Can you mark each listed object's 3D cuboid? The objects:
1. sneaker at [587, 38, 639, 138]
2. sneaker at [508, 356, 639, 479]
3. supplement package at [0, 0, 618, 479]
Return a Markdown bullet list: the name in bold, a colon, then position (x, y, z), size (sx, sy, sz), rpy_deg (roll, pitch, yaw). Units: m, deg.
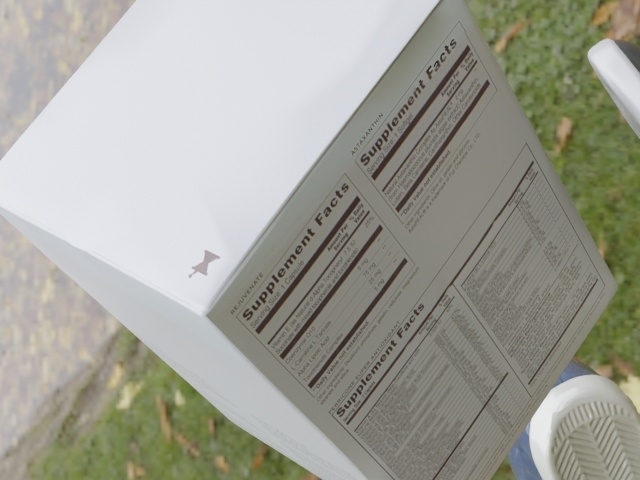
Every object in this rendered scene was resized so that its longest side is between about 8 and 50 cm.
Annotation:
- **sneaker**: position (0.306, -0.053, 0.750), size (0.296, 0.104, 0.147), rpy_deg (44, 102, 11)
- **sneaker**: position (0.254, 0.250, 1.179), size (0.148, 0.131, 0.350), rpy_deg (-126, 19, -63)
- **supplement package**: position (0.000, 0.000, 0.700), size (0.199, 0.262, 0.198), rpy_deg (24, 71, 43)
